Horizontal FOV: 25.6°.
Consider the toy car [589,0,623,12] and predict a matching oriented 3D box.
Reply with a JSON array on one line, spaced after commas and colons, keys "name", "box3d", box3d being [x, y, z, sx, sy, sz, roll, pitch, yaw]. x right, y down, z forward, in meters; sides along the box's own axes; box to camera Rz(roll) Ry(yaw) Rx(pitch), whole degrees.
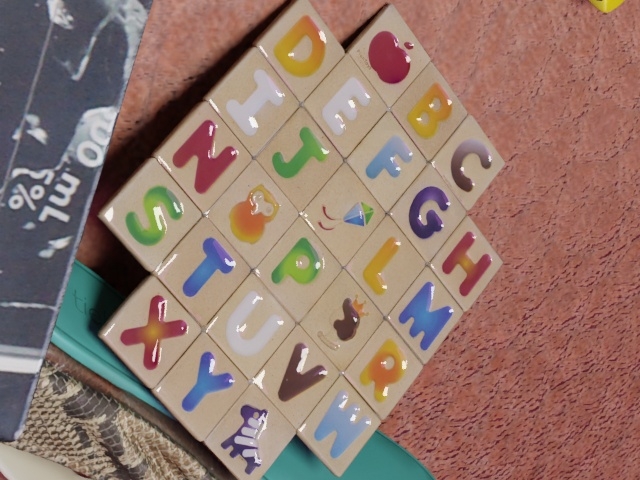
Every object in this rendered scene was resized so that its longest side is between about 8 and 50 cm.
[{"name": "toy car", "box3d": [0.197, -0.284, 1.028, 0.225, 0.053, 0.239, -14, 126, -51]}]

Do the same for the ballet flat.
[{"name": "ballet flat", "box3d": [-0.114, 0.162, 1.100, 0.483, 0.164, 0.182, 33, 119, -33]}]

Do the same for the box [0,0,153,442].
[{"name": "box", "box3d": [-0.328, -0.200, 0.615, 0.472, 0.297, 0.479, 11, 102, -36]}]

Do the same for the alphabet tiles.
[{"name": "alphabet tiles", "box3d": [0.000, 0.000, 1.044, 0.342, 0.011, 0.285, -50, 118, -22]}]
